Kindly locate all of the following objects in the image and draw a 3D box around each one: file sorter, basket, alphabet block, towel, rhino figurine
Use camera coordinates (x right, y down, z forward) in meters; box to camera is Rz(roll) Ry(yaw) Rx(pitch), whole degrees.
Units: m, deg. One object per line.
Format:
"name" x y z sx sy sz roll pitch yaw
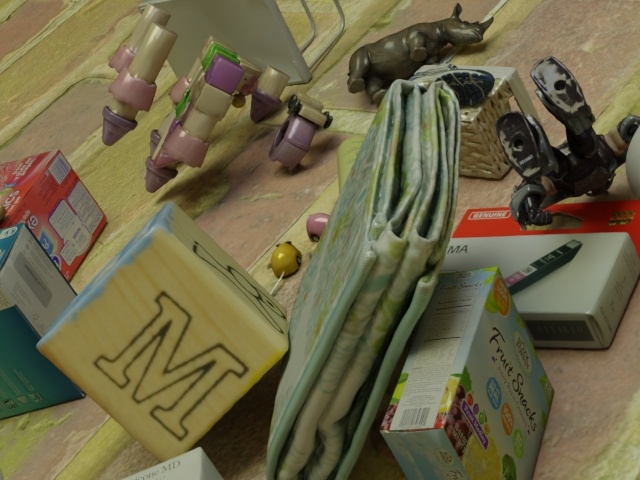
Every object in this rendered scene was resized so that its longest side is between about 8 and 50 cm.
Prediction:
"file sorter" -0.129 -0.383 2.178 0.277 0.193 0.173 -2 38 38
"basket" 0.186 -0.155 1.656 0.167 0.113 0.103 9 50 46
"alphabet block" -0.168 0.098 1.415 0.193 0.197 0.192 -45 8 7
"towel" 0.043 0.051 1.304 0.320 0.090 0.374 -78 10 -52
"rhino figurine" 0.150 -0.291 1.923 0.243 0.073 0.106 -24 34 7

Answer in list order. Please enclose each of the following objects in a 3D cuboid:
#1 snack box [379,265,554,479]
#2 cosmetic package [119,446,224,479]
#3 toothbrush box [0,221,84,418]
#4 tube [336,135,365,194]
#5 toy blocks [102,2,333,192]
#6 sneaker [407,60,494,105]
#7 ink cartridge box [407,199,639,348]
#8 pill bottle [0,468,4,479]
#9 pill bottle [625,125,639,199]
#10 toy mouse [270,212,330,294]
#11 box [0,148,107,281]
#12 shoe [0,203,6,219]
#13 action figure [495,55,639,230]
"snack box" 0.143 0.156 1.177 0.070 0.174 0.207 -9 37 29
"cosmetic package" -0.153 0.326 1.267 0.117 0.085 0.231 -24 32 9
"toothbrush box" -0.474 0.129 1.697 0.295 0.216 0.126 -18 32 21
"tube" 0.060 -0.055 1.667 0.070 0.062 0.240 -33 30 19
"toy blocks" -0.193 -0.171 1.947 0.260 0.309 0.288 -61 16 11
"sneaker" 0.162 -0.203 1.593 0.135 0.052 0.058 -2 42 38
"ink cartridge box" 0.227 0.017 1.424 0.275 0.060 0.239 -2 42 38
"pill bottle" -0.564 0.336 1.475 0.363 0.210 0.210 -16 33 21
"pill bottle" 0.427 -0.026 1.204 0.176 0.176 0.318 -31 31 -2
"toy mouse" 0.000 0.000 1.663 0.143 0.031 0.161 -16 33 22
"box" -0.470 0.019 1.916 0.142 0.154 0.300 -11 37 31
"shoe" -0.553 -0.029 1.849 0.219 0.058 0.076 -11 36 31
"action figure" 0.273 -0.090 1.375 0.185 0.285 0.099 -42 63 11
